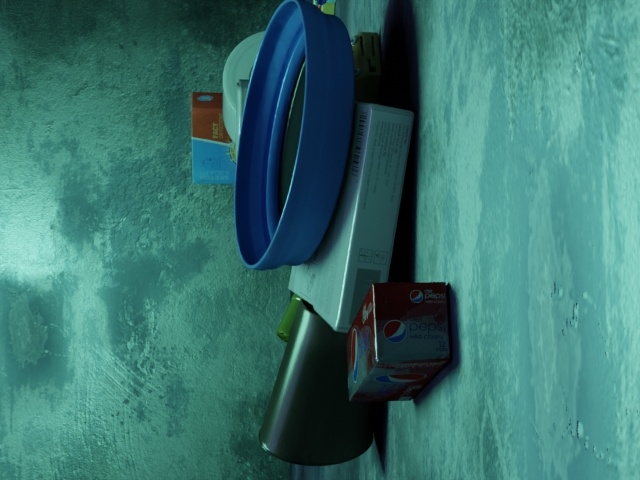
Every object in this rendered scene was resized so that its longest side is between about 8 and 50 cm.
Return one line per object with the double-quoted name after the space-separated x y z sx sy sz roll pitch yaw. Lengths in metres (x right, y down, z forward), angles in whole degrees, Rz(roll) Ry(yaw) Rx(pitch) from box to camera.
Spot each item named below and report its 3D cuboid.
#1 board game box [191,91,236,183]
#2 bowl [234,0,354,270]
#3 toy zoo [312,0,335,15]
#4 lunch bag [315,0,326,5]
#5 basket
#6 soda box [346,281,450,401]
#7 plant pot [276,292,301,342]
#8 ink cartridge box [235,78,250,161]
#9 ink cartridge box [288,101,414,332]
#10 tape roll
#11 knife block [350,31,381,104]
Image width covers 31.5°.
-0.153 -0.243 2.747 0.242 0.316 0.064 95 174 -45 "board game box"
-0.042 -0.148 1.639 0.391 0.077 0.391 -172 90 -73 "bowl"
0.008 -0.564 2.570 0.293 0.030 0.192 -103 14 -71 "toy zoo"
0.008 -0.544 2.209 0.129 0.096 0.151 -101 22 -64 "lunch bag"
0.014 0.200 1.725 0.154 0.204 0.227 28 115 38 "basket"
0.085 0.123 1.327 0.263 0.083 0.092 108 161 -72 "soda box"
-0.028 0.129 1.798 0.079 0.083 0.083 -56 -7 -19 "plant pot"
-0.046 -0.211 2.083 0.092 0.217 0.159 -107 18 -73 "ink cartridge box"
0.038 -0.044 1.571 0.261 0.066 0.296 -147 65 -73 "ink cartridge box"
-0.092 -0.314 2.476 0.169 0.246 0.246 104 166 -69 "tape roll"
0.049 -0.207 1.896 0.275 0.242 0.088 -25 55 33 "knife block"
